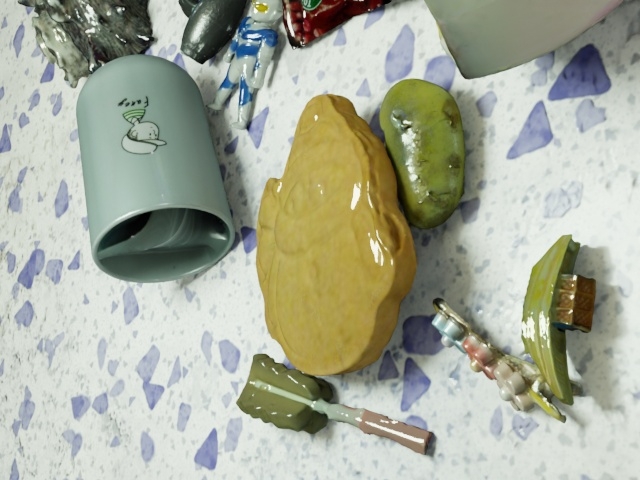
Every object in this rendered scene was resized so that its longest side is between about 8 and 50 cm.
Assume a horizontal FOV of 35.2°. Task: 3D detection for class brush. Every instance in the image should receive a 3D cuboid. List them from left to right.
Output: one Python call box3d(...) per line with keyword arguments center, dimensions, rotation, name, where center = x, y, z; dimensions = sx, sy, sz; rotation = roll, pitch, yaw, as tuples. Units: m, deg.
box3d(center=(0.011, 0.210, 1.241), dimensions=(0.301, 0.071, 0.084), rotation=(12, 85, 43), name="brush")

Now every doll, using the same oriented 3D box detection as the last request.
box3d(center=(-0.105, -0.286, 1.501), dimensions=(0.114, 0.057, 0.227), rotation=(44, 114, 48), name="doll")

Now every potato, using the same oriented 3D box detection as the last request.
box3d(center=(0.120, -0.106, 1.189), dimensions=(0.105, 0.085, 0.188), rotation=(-20, 70, 49), name="potato")

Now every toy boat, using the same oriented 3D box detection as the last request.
box3d(center=(0.242, 0.078, 1.017), dimensions=(0.066, 0.065, 0.172), rotation=(-1, 69, 30), name="toy boat")

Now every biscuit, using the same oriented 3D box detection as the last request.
box3d(center=(0.000, 0.000, 1.260), dimensions=(0.312, 0.057, 0.351), rotation=(-43, 50, 48), name="biscuit")
box3d(center=(0.027, -0.361, 1.369), dimensions=(0.235, 0.063, 0.151), rotation=(-11, 72, 48), name="biscuit")

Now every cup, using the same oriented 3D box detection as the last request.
box3d(center=(-0.257, -0.115, 1.508), dimensions=(0.205, 0.205, 0.312), rotation=(-39, 54, 34), name="cup")

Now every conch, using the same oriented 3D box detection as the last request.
box3d(center=(-0.430, -0.375, 1.798), dimensions=(0.313, 0.186, 0.240), rotation=(25, 126, 30), name="conch")

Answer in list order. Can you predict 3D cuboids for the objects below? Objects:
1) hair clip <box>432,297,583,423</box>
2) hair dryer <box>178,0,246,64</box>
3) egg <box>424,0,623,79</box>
box3d(center=(0.184, 0.130, 1.079), dimensions=(0.056, 0.062, 0.214), rotation=(-47, 47, -13), name="hair clip")
box3d(center=(-0.184, -0.394, 1.619), dimensions=(0.195, 0.075, 0.219), rotation=(-57, 37, 7), name="hair dryer")
box3d(center=(0.219, -0.378, 0.983), dimensions=(0.340, 0.354, 0.354), rotation=(-25, 59, 12), name="egg")
